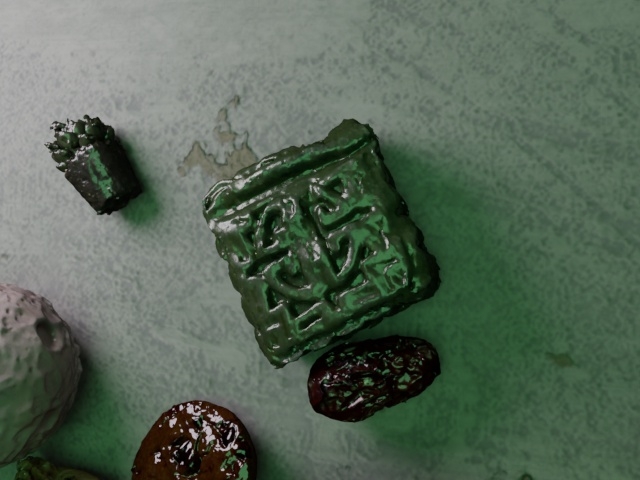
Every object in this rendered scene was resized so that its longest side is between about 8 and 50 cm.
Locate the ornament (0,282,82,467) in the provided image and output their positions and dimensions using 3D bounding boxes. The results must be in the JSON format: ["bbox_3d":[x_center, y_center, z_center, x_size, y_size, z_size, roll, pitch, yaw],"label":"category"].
[{"bbox_3d":[-0.456,0.175,0.928,0.259,0.225,0.260,-1,87,12],"label":"ornament"}]

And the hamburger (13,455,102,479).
[{"bbox_3d":[-0.349,0.426,0.933,0.243,0.146,0.286,-35,86,15],"label":"hamburger"}]

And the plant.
[{"bbox_3d":[-0.314,-0.108,0.982,0.092,0.094,0.143,-36,84,20],"label":"plant"}]

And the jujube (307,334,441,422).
[{"bbox_3d":[0.066,0.168,0.876,0.165,0.104,0.104,-11,84,4],"label":"jujube"}]

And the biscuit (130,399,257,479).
[{"bbox_3d":[-0.167,0.299,0.916,0.192,0.049,0.192,-13,64,29],"label":"biscuit"}]

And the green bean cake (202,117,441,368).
[{"bbox_3d":[0.000,0.000,0.886,0.241,0.132,0.255,-24,82,14],"label":"green bean cake"}]
